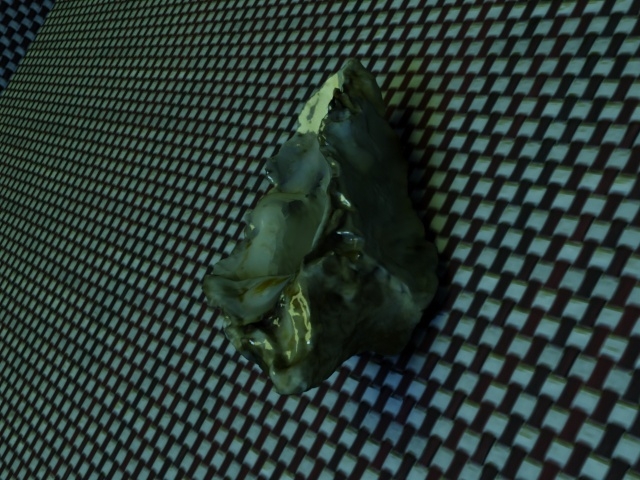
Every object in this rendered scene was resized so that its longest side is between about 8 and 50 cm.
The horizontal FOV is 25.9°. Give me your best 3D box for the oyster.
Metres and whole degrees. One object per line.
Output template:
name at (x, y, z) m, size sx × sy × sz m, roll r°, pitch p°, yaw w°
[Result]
oyster at (0.005, 0.001, 0.953) m, size 0.166 × 0.110 × 0.341 m, roll -45°, pitch 25°, yaw 16°
